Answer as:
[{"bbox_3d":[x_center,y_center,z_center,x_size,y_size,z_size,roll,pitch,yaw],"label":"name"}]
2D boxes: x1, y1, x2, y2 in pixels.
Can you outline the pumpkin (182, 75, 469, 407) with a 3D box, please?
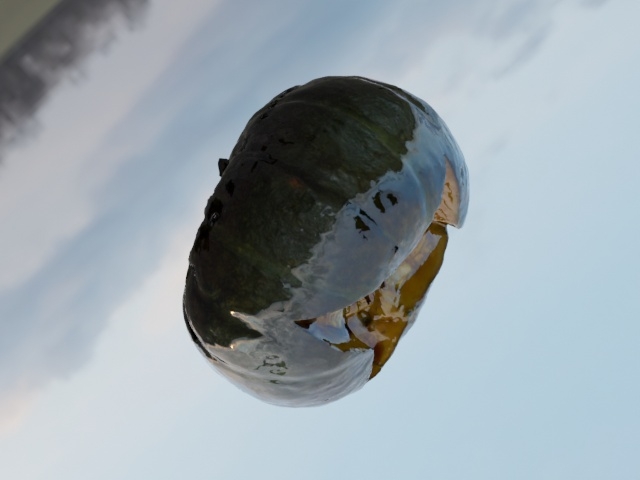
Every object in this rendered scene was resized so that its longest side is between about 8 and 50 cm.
[{"bbox_3d":[-0.002,-0.002,1.316,0.238,0.159,0.238,-54,167,-19],"label":"pumpkin"}]
